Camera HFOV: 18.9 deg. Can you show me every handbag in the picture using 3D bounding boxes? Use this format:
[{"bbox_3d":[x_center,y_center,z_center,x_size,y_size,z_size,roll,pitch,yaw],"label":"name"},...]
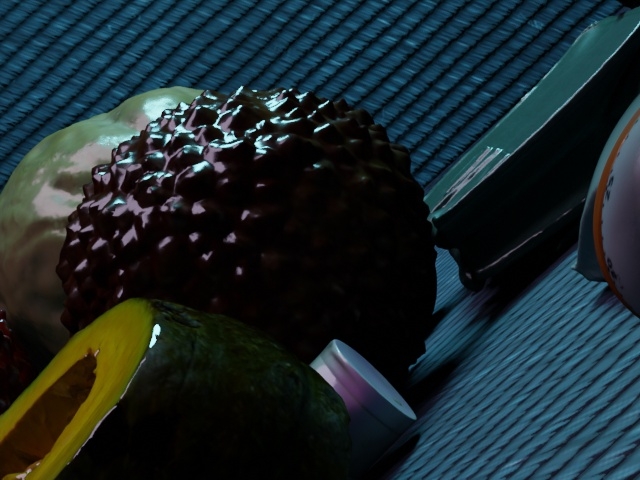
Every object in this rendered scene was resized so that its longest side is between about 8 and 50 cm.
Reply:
[{"bbox_3d":[0.178,-0.068,1.448,0.238,0.089,0.326,-42,3,4],"label":"handbag"}]

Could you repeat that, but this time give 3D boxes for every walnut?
[{"bbox_3d":[-0.140,0.031,1.816,0.381,0.381,0.381,-42,2,2],"label":"walnut"}]

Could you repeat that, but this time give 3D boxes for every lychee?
[{"bbox_3d":[-0.041,0.023,1.307,0.264,0.264,0.300,-41,-34,27],"label":"lychee"}]

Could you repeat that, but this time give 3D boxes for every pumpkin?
[{"bbox_3d":[-0.129,0.173,1.018,0.317,0.139,0.222,-42,19,13],"label":"pumpkin"}]

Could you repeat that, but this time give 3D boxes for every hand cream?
[{"bbox_3d":[-0.077,0.190,1.133,0.312,0.070,0.111,-45,12,5],"label":"hand cream"}]

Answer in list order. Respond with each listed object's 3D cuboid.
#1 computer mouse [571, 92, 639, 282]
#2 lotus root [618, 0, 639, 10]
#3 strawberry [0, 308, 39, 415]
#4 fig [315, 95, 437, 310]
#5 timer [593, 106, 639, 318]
[{"bbox_3d":[0.186,-0.046,0.967,0.128,0.079,0.231,-40,-2,-15],"label":"computer mouse"},{"bbox_3d":[0.338,-0.269,1.490,0.284,0.146,0.160,-34,-18,11],"label":"lotus root"},{"bbox_3d":[-0.311,0.189,1.724,0.234,0.178,0.234,-43,20,19],"label":"strawberry"},{"bbox_3d":[-0.001,0.006,1.542,0.175,0.207,0.175,-21,14,5],"label":"fig"},{"bbox_3d":[0.155,-0.020,0.683,0.136,0.099,0.136,-31,-7,-4],"label":"timer"}]
